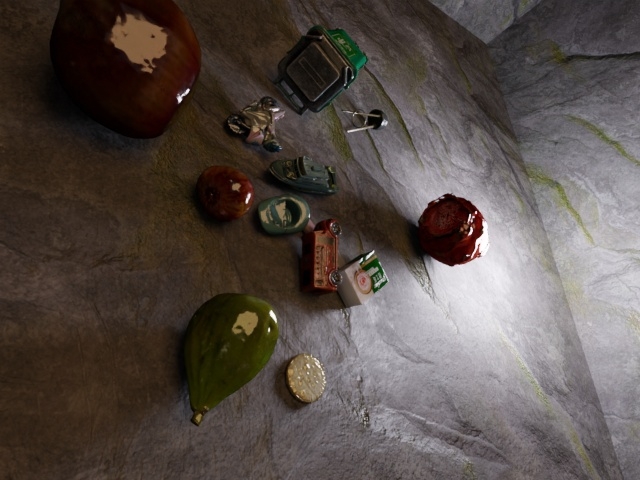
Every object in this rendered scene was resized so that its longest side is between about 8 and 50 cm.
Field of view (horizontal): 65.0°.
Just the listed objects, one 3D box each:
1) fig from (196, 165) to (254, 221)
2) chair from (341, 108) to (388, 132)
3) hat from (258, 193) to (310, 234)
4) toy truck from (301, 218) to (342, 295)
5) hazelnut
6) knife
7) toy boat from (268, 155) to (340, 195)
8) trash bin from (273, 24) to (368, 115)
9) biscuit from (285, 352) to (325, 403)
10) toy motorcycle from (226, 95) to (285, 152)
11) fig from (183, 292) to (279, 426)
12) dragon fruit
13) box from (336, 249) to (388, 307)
[{"bbox_3d":[-0.272,-0.146,1.544,0.175,0.175,0.207,64,24,7],"label":"fig"},{"bbox_3d":[0.196,-0.544,2.235,0.222,0.104,0.095,-7,54,-41],"label":"chair"},{"bbox_3d":[-0.132,-0.085,1.678,0.191,0.078,0.138,-8,85,-31],"label":"hat"},{"bbox_3d":[-0.002,0.049,1.673,0.114,0.107,0.252,10,71,-31],"label":"toy truck"},{"bbox_3d":[-0.518,-0.498,1.361,0.421,0.353,0.420,-42,140,-48],"label":"hazelnut"},{"bbox_3d":[0.001,-0.002,1.793,0.336,0.043,0.081,50,39,-16],"label":"knife"},{"bbox_3d":[-0.058,-0.235,1.800,0.296,0.122,0.114,7,63,-39],"label":"toy boat"},{"bbox_3d":[0.019,-0.704,2.057,0.259,0.295,0.381,49,33,-8],"label":"trash bin"},{"bbox_3d":[-0.042,0.413,1.513,0.152,0.020,0.152,22,53,-32],"label":"biscuit"},{"bbox_3d":[-0.198,-0.397,1.788,0.239,0.108,0.204,-42,92,-22],"label":"toy motorcycle"},{"bbox_3d":[-0.254,0.269,1.263,0.314,0.233,0.233,-37,93,-42],"label":"fig"},{"bbox_3d":[0.567,-0.039,2.133,0.302,0.296,0.295,26,51,-33],"label":"dragon fruit"},{"bbox_3d":[0.142,0.135,1.788,0.199,0.081,0.135,-31,96,-44],"label":"box"}]
